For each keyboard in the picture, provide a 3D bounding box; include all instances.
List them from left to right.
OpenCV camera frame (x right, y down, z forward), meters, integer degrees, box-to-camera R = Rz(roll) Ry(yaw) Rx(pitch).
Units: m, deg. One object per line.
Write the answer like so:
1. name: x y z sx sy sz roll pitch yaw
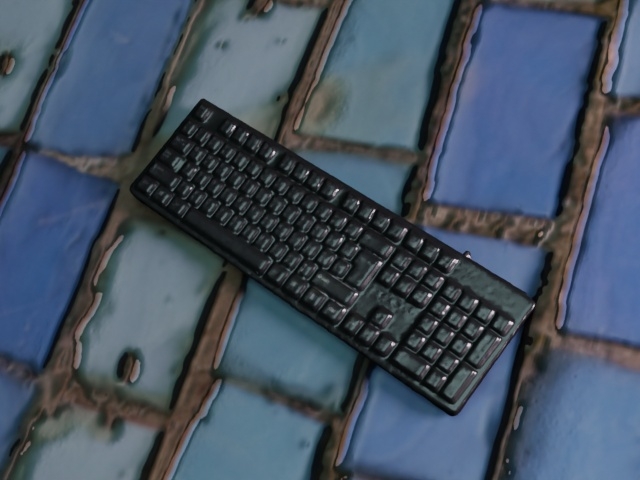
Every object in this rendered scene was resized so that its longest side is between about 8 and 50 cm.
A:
1. keyboard: 0.000 0.000 0.854 0.310 0.018 0.101 33 80 28
